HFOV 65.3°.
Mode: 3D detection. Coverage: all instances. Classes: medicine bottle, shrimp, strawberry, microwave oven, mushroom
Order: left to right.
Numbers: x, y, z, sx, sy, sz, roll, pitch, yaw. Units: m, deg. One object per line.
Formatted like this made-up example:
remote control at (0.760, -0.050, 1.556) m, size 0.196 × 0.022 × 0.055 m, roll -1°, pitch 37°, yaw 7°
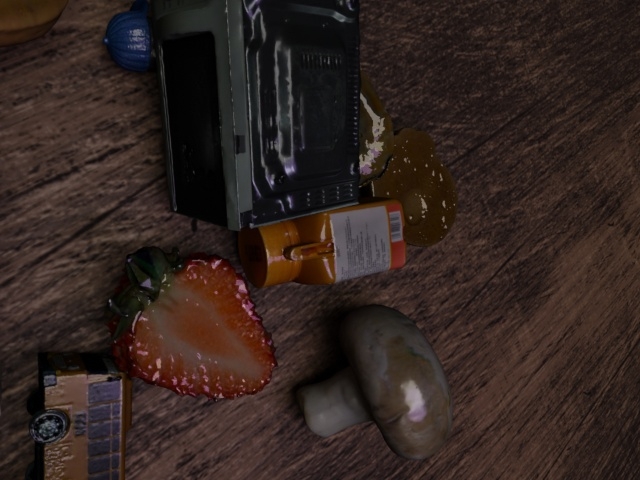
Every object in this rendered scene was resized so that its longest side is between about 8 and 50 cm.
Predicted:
strawberry at (-0.179, 0.112, 0.662) m, size 0.286 × 0.106 × 0.188 m, roll 53°, pitch 54°, yaw -37°
microwave oven at (-0.067, -0.182, 0.624) m, size 0.238 × 0.181 × 0.294 m, roll -15°, pitch 110°, yaw -41°
medicine bottle at (0.000, 0.001, 0.739) m, size 0.222 × 0.149 × 0.111 m, roll -10°, pitch 99°, yaw -30°
shrimp at (0.016, -0.195, 0.787) m, size 0.173 × 0.058 × 0.253 m, roll -39°, pitch 101°, yaw -7°
mushroom at (0.077, 0.232, 0.774) m, size 0.244 × 0.244 × 0.243 m, roll -2°, pitch 94°, yaw -31°

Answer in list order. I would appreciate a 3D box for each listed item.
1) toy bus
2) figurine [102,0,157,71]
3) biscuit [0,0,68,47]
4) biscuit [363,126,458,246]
toy bus at (-0.293, 0.239, 0.610) m, size 0.114 × 0.098 × 0.200 m, roll 0°, pitch 94°, yaw -33°
figurine at (-0.204, -0.246, 0.656) m, size 0.149 × 0.086 × 0.087 m, roll 23°, pitch 105°, yaw -41°
biscuit at (-0.413, -0.318, 0.446) m, size 0.351 × 0.057 × 0.312 m, roll 42°, pitch 39°, yaw -15°
biscuit at (0.157, -0.086, 0.885) m, size 0.181 × 0.049 × 0.208 m, roll -44°, pitch 111°, yaw -21°
